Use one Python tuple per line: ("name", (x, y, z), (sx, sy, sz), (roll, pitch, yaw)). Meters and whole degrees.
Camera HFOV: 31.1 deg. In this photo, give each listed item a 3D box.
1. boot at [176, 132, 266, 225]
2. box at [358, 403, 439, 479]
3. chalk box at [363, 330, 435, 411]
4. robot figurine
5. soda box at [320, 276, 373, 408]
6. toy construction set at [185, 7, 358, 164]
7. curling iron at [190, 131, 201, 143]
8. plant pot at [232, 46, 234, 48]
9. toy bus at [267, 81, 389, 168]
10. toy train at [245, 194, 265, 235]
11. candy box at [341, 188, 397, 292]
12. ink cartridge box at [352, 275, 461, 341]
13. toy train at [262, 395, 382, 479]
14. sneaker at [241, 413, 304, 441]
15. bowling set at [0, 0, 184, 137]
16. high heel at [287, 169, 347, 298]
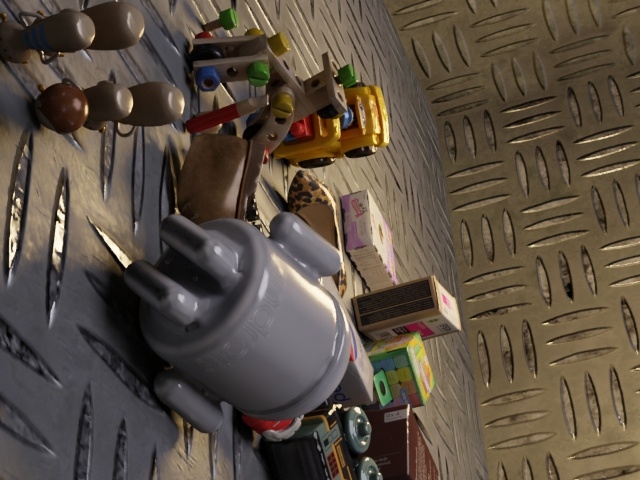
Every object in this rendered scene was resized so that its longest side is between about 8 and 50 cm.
("boot", (-0.164, -0.017, 1.664), (0.112, 0.115, 0.305), (125, -23, -62))
("box", (0.110, 0.433, 2.060), (0.167, 0.168, 0.203), (-85, 155, -51))
("chalk box", (0.152, 0.288, 2.435), (0.213, 0.132, 0.132), (-37, 111, -75))
("robot figurine", (-0.093, 0.108, 1.485), (0.200, 0.300, 0.353), (35, -5, 47))
("soda box", (0.008, 0.175, 2.079), (0.091, 0.098, 0.286), (-84, 155, -54))
("toy construction set", (-0.073, -0.253, 1.895), (0.309, 0.237, 0.257), (-70, 140, -64))
("curling iron", (-0.167, -0.029, 1.744), (0.068, 0.035, 0.274), (-2, 78, -80))
("plant pot", (-0.131, -0.337, 2.125), (0.079, 0.083, 0.083), (-22, 97, -63))
("toy bus", (-0.001, -0.231, 2.229), (0.211, 0.220, 0.150), (3, 78, -69))
("toy train", (-0.118, -0.052, 1.973), (0.036, 0.027, 0.158), (50, 26, -82))
("candy box", (0.116, 0.003, 2.709), (0.196, 0.070, 0.165), (58, 22, -50))
("ink cartridge box", (0.199, 0.168, 2.614), (0.234, 0.193, 0.088), (41, 37, -65))
("toy train", (0.015, 0.408, 1.825), (0.190, 0.142, 0.334), (-28, 105, -63))
("sneaker", (-0.085, 0.162, 1.741), (0.118, 0.107, 0.279), (37, 37, -53))
("bowling set", (-0.297, -0.201, 1.286), (0.200, 0.154, 0.287), (-57, 135, -46))
("high heel", (0.000, 0.000, 2.215), (0.261, 0.093, 0.186), (72, 5, -50))
